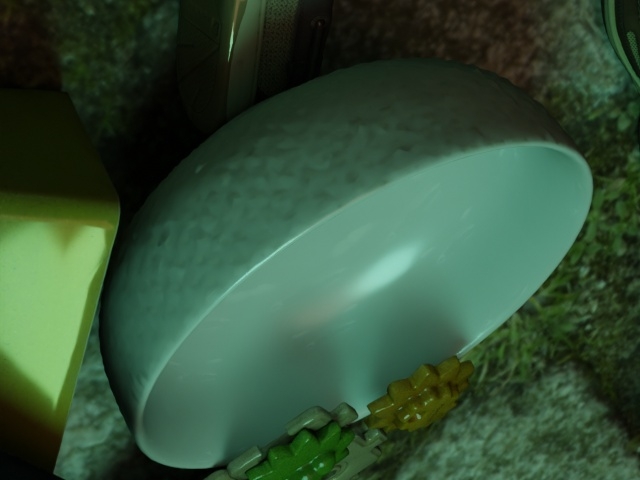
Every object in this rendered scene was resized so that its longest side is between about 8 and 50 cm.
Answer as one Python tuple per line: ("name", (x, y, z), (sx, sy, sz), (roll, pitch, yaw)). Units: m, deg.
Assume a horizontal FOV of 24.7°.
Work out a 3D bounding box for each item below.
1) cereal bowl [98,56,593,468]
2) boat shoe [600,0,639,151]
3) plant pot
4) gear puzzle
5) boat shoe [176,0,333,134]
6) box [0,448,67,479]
("cereal bowl", (0.000, 0.000, 0.956), (0.339, 0.141, 0.339), (-27, 155, -14))
("boat shoe", (0.290, -0.132, 1.119), (0.095, 0.095, 0.257), (-33, 126, -12))
("plant pot", (-0.245, 0.023, 0.837), (0.187, 0.212, 0.212), (11, 109, -22))
("gear puzzle", (-0.025, 0.191, 1.057), (0.339, 0.044, 0.175), (-34, 154, 5))
("boat shoe", (-0.023, -0.201, 0.909), (0.092, 0.103, 0.285), (-5, 120, -33))
("box", (-0.382, 0.273, 0.692), (0.472, 0.297, 0.480), (-34, 131, 28))
